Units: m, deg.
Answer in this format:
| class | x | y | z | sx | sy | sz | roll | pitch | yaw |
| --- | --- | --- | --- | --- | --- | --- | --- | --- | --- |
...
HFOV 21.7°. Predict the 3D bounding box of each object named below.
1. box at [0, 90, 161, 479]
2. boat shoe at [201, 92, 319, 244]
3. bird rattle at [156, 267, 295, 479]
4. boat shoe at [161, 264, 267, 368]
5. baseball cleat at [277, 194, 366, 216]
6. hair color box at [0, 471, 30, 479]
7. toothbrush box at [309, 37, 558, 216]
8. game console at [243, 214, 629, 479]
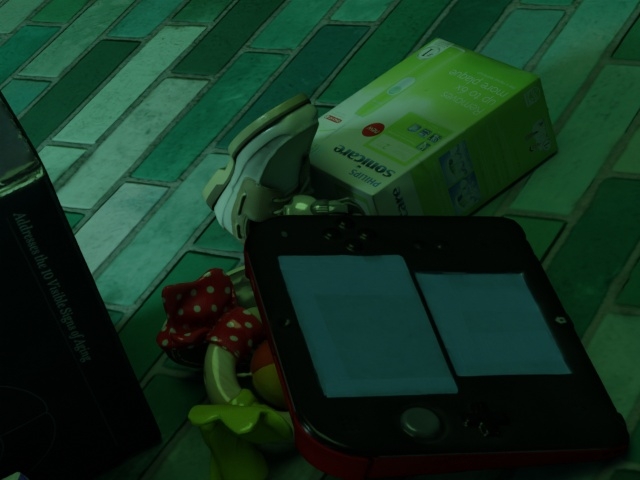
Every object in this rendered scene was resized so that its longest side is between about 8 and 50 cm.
| class | x | y | z | sx | sy | sz | roll | pitch | yaw |
| --- | --- | --- | --- | --- | --- | --- | --- | --- | --- |
| box | -0.480 | 0.098 | 1.770 | 0.472 | 0.480 | 0.297 | -26 | 50 | -10 |
| boat shoe | -0.055 | -0.081 | 2.040 | 0.113 | 0.103 | 0.302 | -29 | -9 | -23 |
| bird rattle | -0.071 | 0.145 | 1.840 | 0.207 | 0.143 | 0.253 | -2 | 50 | -17 |
| boat shoe | -0.021 | 0.081 | 1.933 | 0.335 | 0.112 | 0.095 | -18 | 30 | -3 |
| baseball cleat | 0.000 | 0.000 | 2.008 | 0.109 | 0.206 | 0.072 | 2 | 76 | -4 |
| hair color box | -0.372 | 0.404 | 1.622 | 0.185 | 0.110 | 0.339 | -27 | 26 | 32 |
| toothbrush box | 0.124 | -0.118 | 2.123 | 0.283 | 0.122 | 0.206 | -36 | 38 | -20 |
| game console | 0.109 | 0.097 | 1.769 | 0.342 | 0.060 | 0.386 | -4 | 39 | -13 |
